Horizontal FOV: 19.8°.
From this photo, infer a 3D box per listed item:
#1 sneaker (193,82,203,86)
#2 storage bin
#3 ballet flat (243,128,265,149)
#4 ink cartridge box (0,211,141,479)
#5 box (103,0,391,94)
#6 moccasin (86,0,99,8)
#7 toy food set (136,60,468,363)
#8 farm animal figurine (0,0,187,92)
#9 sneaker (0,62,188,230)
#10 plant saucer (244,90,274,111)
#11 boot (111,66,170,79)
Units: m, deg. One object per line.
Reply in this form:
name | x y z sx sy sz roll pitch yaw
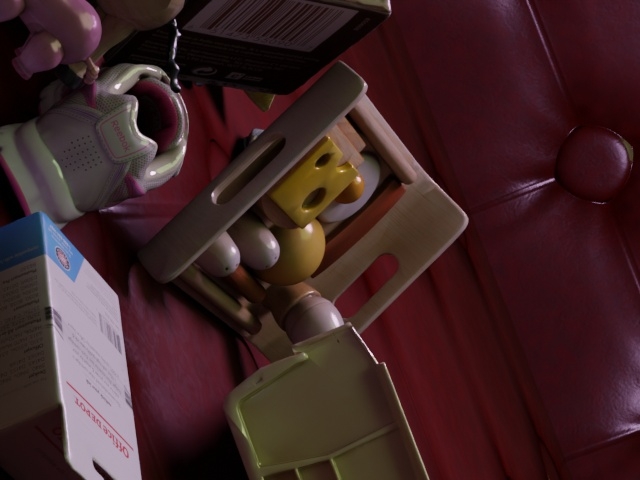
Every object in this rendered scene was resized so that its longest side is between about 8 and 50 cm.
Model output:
sneaker | -0.117 -0.316 1.806 0.112 0.131 0.319 20 49 -73
storage bin | 0.026 0.208 1.415 0.262 0.123 0.260 72 -3 -84
ballet flat | -0.042 -0.070 1.836 0.221 0.079 0.077 -71 138 -73
ink cartridge box | -0.157 0.087 1.074 0.104 0.060 0.180 56 17 -49
box | -0.061 -0.242 1.407 0.168 0.167 0.203 8 68 -28
moccasin | -0.240 -0.334 1.315 0.380 0.139 0.147 57 22 -9
toy food set | 0.000 0.000 1.512 0.092 0.220 0.306 46 0 27
farm animal figurine | -0.196 -0.271 1.112 0.327 0.172 0.330 56 6 19
sneaker | -0.141 -0.074 1.310 0.252 0.111 0.103 -74 141 -72
plant saucer | -0.066 -0.258 1.883 0.045 0.188 0.188 9 31 -26
boot | -0.157 -0.152 1.564 0.118 0.042 0.087 61 20 -3
